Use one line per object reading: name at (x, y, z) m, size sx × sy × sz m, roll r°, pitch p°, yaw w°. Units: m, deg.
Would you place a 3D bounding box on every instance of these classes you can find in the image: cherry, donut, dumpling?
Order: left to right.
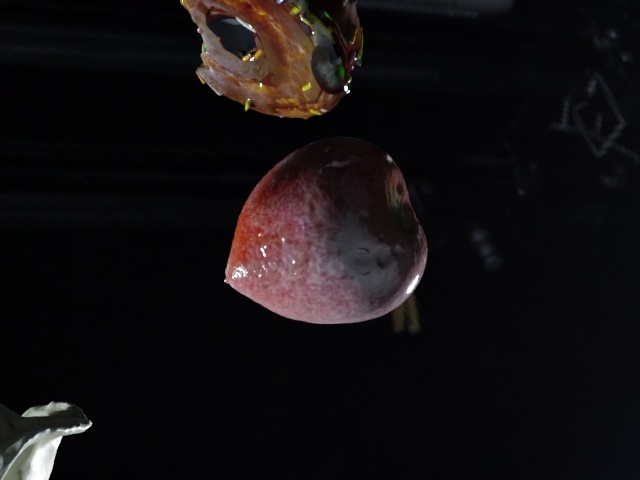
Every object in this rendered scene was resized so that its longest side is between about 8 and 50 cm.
dumpling at (-0.236, 0.162, 0.973) m, size 0.134 × 0.099 × 0.169 m, roll -22°, pitch -17°, yaw 36°
donut at (-0.054, -0.226, 1.353) m, size 0.096 × 0.216 × 0.230 m, roll -56°, pitch -48°, yaw -28°
cherry at (0.009, -0.005, 1.714) m, size 0.239 × 0.239 × 0.206 m, roll -51°, pitch -5°, yaw 33°
